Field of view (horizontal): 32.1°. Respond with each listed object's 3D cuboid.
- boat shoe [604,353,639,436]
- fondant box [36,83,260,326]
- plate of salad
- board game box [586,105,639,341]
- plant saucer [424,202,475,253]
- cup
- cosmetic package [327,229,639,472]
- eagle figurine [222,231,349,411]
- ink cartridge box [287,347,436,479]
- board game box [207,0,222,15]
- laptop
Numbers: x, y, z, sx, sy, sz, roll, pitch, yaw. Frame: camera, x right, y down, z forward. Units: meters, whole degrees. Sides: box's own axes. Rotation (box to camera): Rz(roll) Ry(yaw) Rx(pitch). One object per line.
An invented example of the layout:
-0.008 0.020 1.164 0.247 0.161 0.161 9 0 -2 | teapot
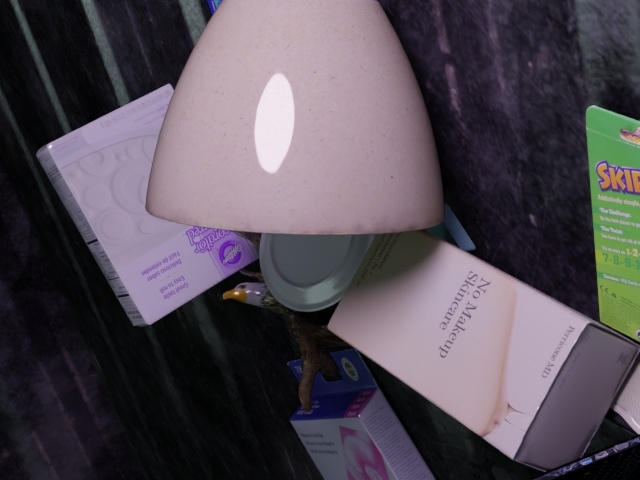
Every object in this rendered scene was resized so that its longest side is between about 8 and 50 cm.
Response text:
0.335 0.161 1.155 0.233 0.084 0.079 22 176 43 | boat shoe
-0.278 -0.058 1.838 0.330 0.238 0.096 62 154 -8 | fondant box
0.000 0.000 1.498 0.048 0.199 0.200 21 -169 -48 | plate of salad
0.309 -0.004 1.033 0.124 0.039 0.259 31 147 45 | board game box
0.132 0.010 1.409 0.067 0.018 0.192 57 157 3 | plant saucer
-0.024 -0.146 1.221 0.331 0.331 0.236 15 106 57 | cup
0.165 0.105 1.201 0.113 0.160 0.309 25 -177 -42 | cosmetic package
-0.039 0.057 1.642 0.226 0.225 0.298 -50 31 25 | eagle figurine
0.059 0.349 1.887 0.330 0.071 0.324 58 156 -2 | ink cartridge box
-0.064 -0.267 1.416 0.210 0.047 0.160 26 140 49 | board game box
0.322 0.273 1.071 0.234 0.264 0.136 87 162 -63 | laptop
